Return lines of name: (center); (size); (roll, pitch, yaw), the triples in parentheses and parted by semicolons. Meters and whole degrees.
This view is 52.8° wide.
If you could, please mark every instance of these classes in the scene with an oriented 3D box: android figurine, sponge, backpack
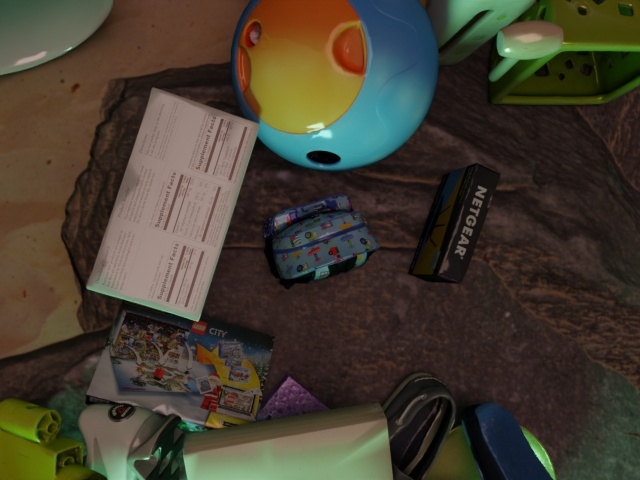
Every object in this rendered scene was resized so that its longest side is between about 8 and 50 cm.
android figurine: (-0.385, 0.329, 0.838); (0.272, 0.056, 0.248); (7, 96, 31)
sponge: (-0.073, 0.320, 0.983); (0.117, 0.031, 0.210); (42, 81, -7)
backpack: (0.000, 0.000, 0.941); (0.158, 0.173, 0.117); (-18, 91, -11)

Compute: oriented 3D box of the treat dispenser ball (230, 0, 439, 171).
treat dispenser ball: (0.019, -0.241, 0.897); (0.288, 0.288, 0.288); (1, 87, -11)

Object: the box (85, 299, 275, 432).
box: (-0.193, 0.184, 0.923); (0.233, 0.044, 0.159); (18, 53, -10)

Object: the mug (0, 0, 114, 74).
mug: (-0.499, -0.402, 0.836); (0.374, 0.276, 0.328); (-26, 87, 19)

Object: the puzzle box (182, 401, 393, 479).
puzzle box: (-0.025, 0.438, 0.907); (0.272, 0.052, 0.409); (-8, 106, -6)

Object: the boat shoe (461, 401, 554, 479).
boat shoe: (0.300, 0.365, 0.992); (0.109, 0.089, 0.258); (-18, 86, -21)

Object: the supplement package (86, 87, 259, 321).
supplement package: (-0.198, -0.042, 0.888); (0.145, 0.204, 0.262); (18, 84, -11)

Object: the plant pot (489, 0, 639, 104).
plant pot: (0.403, -0.348, 1.016); (0.227, 0.228, 0.207); (-3, 80, -11)

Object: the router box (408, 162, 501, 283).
router box: (0.205, -0.023, 1.002); (0.046, 0.133, 0.179); (22, 83, -10)

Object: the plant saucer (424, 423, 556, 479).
plant saucer: (0.264, 0.405, 1.043); (0.241, 0.037, 0.241); (0, 88, -11)

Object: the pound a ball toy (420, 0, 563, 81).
pound a ball toy: (0.195, -0.319, 0.919); (0.135, 0.319, 0.208); (-4, 89, -11)

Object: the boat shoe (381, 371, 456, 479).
boat shoe: (0.101, 0.348, 0.981); (0.116, 0.099, 0.319); (36, 82, -11)

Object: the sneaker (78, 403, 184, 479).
sneaker: (-0.278, 0.360, 0.885); (0.146, 0.122, 0.331); (14, 109, 12)
